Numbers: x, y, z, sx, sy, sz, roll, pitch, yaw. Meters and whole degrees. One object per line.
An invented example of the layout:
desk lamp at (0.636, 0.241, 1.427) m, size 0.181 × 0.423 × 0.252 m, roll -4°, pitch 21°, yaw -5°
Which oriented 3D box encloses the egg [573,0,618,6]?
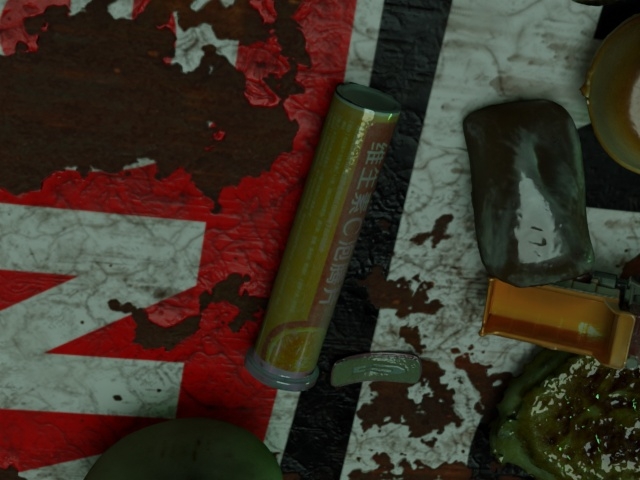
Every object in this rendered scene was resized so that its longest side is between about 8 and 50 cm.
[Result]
egg at (0.338, -0.396, 1.500) m, size 0.169 × 0.169 × 0.231 m, roll 2°, pitch 107°, yaw -11°

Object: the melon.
melon at (-0.190, 0.382, 1.787) m, size 0.308 × 0.272 × 0.271 m, roll -25°, pitch 120°, yaw -5°

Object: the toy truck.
toy truck at (0.368, 0.097, 1.764) m, size 0.270 × 0.135 × 0.114 m, roll 11°, pitch 119°, yaw 12°

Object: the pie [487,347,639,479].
pie at (0.431, 0.258, 1.902) m, size 0.355 × 0.103 × 0.288 m, roll -40°, pitch 112°, yaw 9°

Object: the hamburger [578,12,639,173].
hamburger at (0.453, -0.196, 1.641) m, size 0.237 × 0.147 × 0.236 m, roll -2°, pitch 111°, yaw -4°

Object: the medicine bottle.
medicine bottle at (0.000, 0.000, 1.695) m, size 0.108 × 0.108 × 0.426 m, roll 10°, pitch 115°, yaw -15°

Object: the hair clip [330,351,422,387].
hair clip at (0.082, 0.192, 1.859) m, size 0.137 × 0.022 × 0.054 m, roll -2°, pitch 119°, yaw -8°

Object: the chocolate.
chocolate at (0.284, -0.061, 1.669) m, size 0.157 × 0.080 × 0.254 m, roll -8°, pitch 94°, yaw -5°
